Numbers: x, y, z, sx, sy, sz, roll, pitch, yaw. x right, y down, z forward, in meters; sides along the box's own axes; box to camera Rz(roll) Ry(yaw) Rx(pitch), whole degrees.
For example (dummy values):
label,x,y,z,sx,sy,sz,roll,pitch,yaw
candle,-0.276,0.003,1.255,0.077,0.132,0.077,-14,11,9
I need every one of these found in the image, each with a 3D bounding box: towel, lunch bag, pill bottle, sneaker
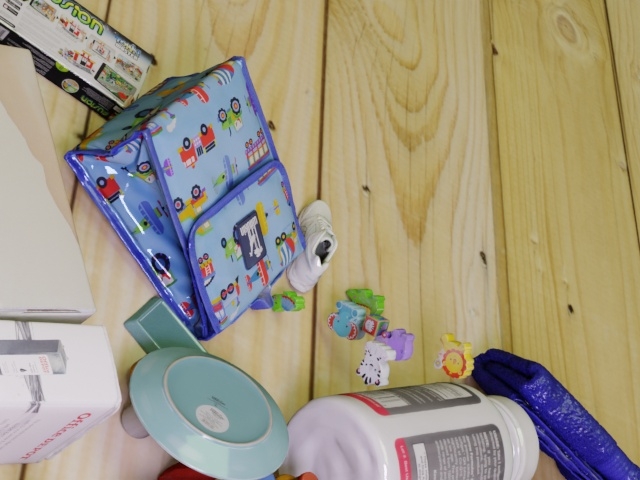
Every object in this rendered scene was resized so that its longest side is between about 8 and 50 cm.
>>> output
label,x,y,z,sx,sy,sz,roll,pitch,yaw
towel,0.336,0.283,1.795,0.076,0.228,0.308,-45,101,-9
lunch bag,-0.137,-0.037,1.587,0.221,0.138,0.293,-48,119,-48
pill bottle,0.118,0.261,1.578,0.319,0.176,0.176,0,63,-45
sneaker,0.000,0.000,1.741,0.054,0.061,0.152,33,42,-22

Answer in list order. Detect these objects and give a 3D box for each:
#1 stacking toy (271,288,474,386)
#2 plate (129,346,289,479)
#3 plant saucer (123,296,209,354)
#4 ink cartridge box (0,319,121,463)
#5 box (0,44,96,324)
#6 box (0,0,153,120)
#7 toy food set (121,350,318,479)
label,x,y,z,sx,sy,sz,roll,pitch,yaw
stacking toy,0.062,0.117,1.654,0.167,0.052,0.221,1,20,-47
plate,-0.112,0.175,1.397,0.188,0.024,0.188,25,30,-16
plant saucer,-0.144,0.150,1.519,0.192,0.018,0.067,50,39,-4
ink cartridge box,-0.320,0.144,1.229,0.218,0.158,0.092,9,56,-42
box,-0.347,-0.038,1.346,0.121,0.148,0.311,3,62,-45
box,-0.309,-0.241,1.618,0.207,0.036,0.114,35,42,-23
toy food set,-0.115,0.216,1.422,0.232,0.104,0.111,54,42,-5
